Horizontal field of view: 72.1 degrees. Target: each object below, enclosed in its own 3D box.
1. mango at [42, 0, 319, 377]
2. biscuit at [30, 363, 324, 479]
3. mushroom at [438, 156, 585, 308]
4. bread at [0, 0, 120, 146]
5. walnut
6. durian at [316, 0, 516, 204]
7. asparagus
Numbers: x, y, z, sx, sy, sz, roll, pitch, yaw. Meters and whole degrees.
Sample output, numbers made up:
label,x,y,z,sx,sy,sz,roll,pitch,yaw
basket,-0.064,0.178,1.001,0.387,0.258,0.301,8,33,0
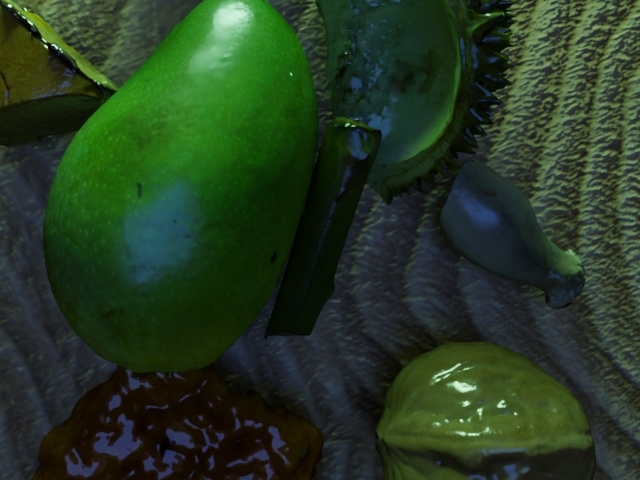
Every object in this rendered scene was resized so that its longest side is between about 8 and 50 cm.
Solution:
label,x,y,z,sx,sy,sz,roll,pitch,yaw
mango,-0.124,-0.059,0.434,0.225,0.201,0.382,19,88,-10
biscuit,-0.162,0.295,0.495,0.312,0.110,0.318,33,82,-5
mushroom,0.235,-0.001,0.534,0.225,0.093,0.116,41,68,-3
bread,-0.272,-0.179,0.445,0.159,0.140,0.169,2,93,-1
walnut,0.171,0.226,0.488,0.227,0.228,0.228,0,94,-6
durian,0.104,-0.238,0.479,0.197,0.163,0.395,0,117,33
asparagus,-0.001,0.000,0.497,0.067,0.060,0.278,17,104,3
